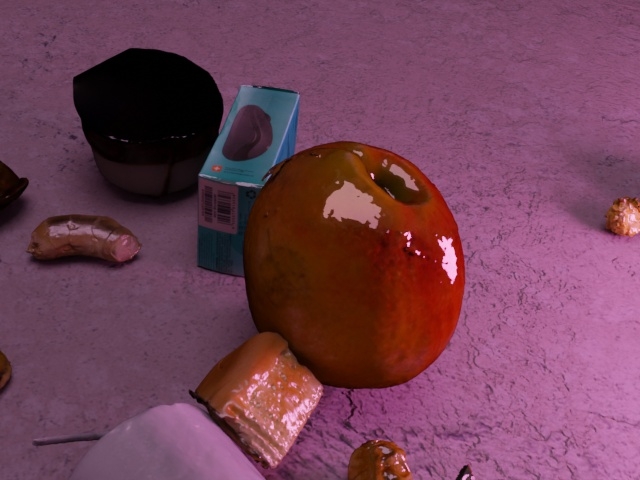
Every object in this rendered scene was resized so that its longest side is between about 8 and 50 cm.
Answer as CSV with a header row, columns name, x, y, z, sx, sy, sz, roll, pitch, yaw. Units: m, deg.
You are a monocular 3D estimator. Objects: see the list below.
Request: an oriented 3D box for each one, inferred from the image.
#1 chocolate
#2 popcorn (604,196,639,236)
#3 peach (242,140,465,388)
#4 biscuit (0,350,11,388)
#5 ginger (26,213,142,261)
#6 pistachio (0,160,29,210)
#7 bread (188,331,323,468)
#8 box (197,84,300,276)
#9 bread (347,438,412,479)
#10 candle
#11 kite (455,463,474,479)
name,x,y,z,sx,sy,sz,roll,pitch,yaw
chocolate,-0.323,-0.202,1.632,0.283,0.186,0.284,7,47,-8
popcorn,0.583,-0.047,1.660,0.082,0.083,0.057,-32,22,-10
peach,0.035,0.047,1.247,0.372,0.373,0.290,17,38,12
biscuit,-0.534,0.230,1.205,0.118,0.029,0.247,15,40,20
ginger,-0.399,-0.003,1.473,0.190,0.069,0.095,-1,62,-11
pistachio,-0.613,-0.094,1.506,0.210,0.131,0.165,-7,38,-29
bread,-0.105,0.233,1.134,0.140,0.160,0.169,48,35,-5
box,-0.125,-0.113,1.538,0.118,0.205,0.311,12,41,3
bread,0.085,0.398,1.056,0.077,0.084,0.368,40,28,-32
candle,-0.159,0.322,1.000,0.221,0.221,0.342,-23,47,-31
kite,0.189,0.410,1.040,0.233,0.016,0.321,10,41,-33
